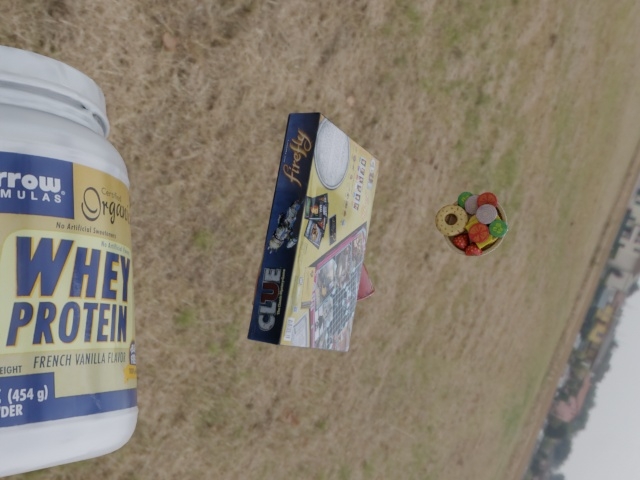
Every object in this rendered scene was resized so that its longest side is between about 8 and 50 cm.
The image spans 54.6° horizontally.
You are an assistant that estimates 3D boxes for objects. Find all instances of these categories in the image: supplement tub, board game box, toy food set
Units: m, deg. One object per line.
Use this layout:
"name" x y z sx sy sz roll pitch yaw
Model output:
"supplement tub" -0.276 0.024 0.518 0.228 0.228 0.316 19 63 -66
"board game box" 0.000 0.000 0.704 0.165 0.042 0.243 24 74 -60
"toy food set" 0.191 -0.021 0.774 0.083 0.083 0.020 -36 154 15

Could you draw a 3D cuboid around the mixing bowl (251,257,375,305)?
"mixing bowl" -0.015 0.035 0.904 0.181 0.182 0.098 -15 101 -61
